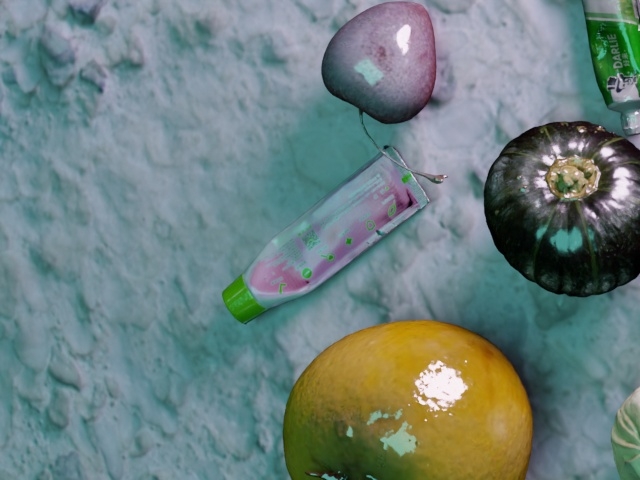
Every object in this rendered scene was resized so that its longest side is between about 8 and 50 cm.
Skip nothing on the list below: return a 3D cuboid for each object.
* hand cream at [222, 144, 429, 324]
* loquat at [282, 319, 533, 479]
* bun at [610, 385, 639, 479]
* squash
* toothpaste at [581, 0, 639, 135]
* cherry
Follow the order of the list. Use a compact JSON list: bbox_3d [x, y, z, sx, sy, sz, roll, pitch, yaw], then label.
[{"bbox_3d":[-0.001,0.000,1.720,0.275,0.050,0.079,-37,101,17],"label":"hand cream"},{"bbox_3d":[0.093,0.219,1.548,0.274,0.275,0.275,1,92,27],"label":"loquat"},{"bbox_3d":[0.384,0.226,1.493,0.164,0.111,0.188,-29,83,28],"label":"bun"},{"bbox_3d":[0.261,-0.032,1.515,0.193,0.156,0.193,3,68,-8],"label":"squash"},{"bbox_3d":[0.310,-0.233,1.550,0.078,0.047,0.248,-11,85,25],"label":"toothpaste"},{"bbox_3d":[0.096,-0.183,1.633,0.188,0.115,0.148,30,66,15],"label":"cherry"}]
